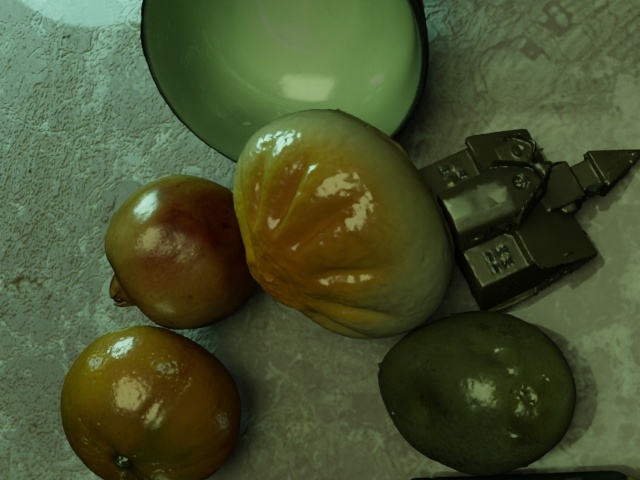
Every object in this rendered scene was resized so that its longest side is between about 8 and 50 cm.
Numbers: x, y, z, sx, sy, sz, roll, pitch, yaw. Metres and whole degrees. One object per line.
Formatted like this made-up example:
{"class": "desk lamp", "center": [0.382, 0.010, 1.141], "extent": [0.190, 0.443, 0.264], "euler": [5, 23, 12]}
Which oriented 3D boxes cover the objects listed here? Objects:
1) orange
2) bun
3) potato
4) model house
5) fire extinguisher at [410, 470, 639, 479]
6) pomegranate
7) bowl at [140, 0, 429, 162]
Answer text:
{"class": "orange", "center": [-0.219, 0.221, 1.179], "extent": [0.240, 0.240, 0.171], "euler": [0, 39, 24]}
{"class": "bun", "center": [0.000, 0.000, 1.071], "extent": [0.165, 0.299, 0.299], "euler": [-36, 63, -27]}
{"class": "potato", "center": [0.174, 0.170, 1.055], "extent": [0.235, 0.160, 0.177], "euler": [12, 66, 34]}
{"class": "model house", "center": [0.259, -0.058, 1.063], "extent": [0.248, 0.176, 0.180], "euler": [-26, 71, 1]}
{"class": "fire extinguisher", "center": [0.252, 0.301, 1.031], "extent": [0.311, 0.114, 0.095], "euler": [-7, 123, 24]}
{"class": "pomegranate", "center": [-0.173, 0.019, 1.202], "extent": [0.209, 0.209, 0.209], "euler": [-4, 80, 23]}
{"class": "bowl", "center": [-0.028, -0.274, 1.157], "extent": [0.354, 0.353, 0.185], "euler": [-11, 34, 22]}
